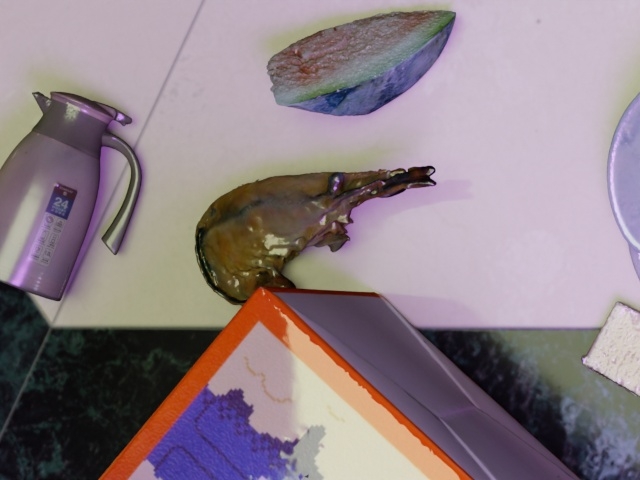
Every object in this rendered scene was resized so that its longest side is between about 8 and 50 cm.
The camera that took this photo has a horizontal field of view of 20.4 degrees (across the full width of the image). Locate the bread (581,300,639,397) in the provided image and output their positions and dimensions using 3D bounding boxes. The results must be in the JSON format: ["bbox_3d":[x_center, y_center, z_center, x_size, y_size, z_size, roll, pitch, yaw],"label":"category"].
[{"bbox_3d":[0.308,0.116,1.555,0.153,0.028,0.068,29,95,17],"label":"bread"}]

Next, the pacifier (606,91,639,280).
[{"bbox_3d":[0.336,-0.006,1.456,0.287,0.226,0.238,49,119,14],"label":"pacifier"}]

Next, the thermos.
[{"bbox_3d":[-0.246,-0.043,1.704,0.137,0.105,0.193,23,87,-9],"label":"thermos"}]

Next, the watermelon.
[{"bbox_3d":[0.041,-0.164,1.633,0.180,0.081,0.094,-13,67,0],"label":"watermelon"}]

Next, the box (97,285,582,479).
[{"bbox_3d":[0.033,0.232,1.465,0.318,0.348,0.257,43,100,13],"label":"box"}]

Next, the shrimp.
[{"bbox_3d":[0.003,-0.009,1.638,0.262,0.066,0.117,-8,100,30],"label":"shrimp"}]
